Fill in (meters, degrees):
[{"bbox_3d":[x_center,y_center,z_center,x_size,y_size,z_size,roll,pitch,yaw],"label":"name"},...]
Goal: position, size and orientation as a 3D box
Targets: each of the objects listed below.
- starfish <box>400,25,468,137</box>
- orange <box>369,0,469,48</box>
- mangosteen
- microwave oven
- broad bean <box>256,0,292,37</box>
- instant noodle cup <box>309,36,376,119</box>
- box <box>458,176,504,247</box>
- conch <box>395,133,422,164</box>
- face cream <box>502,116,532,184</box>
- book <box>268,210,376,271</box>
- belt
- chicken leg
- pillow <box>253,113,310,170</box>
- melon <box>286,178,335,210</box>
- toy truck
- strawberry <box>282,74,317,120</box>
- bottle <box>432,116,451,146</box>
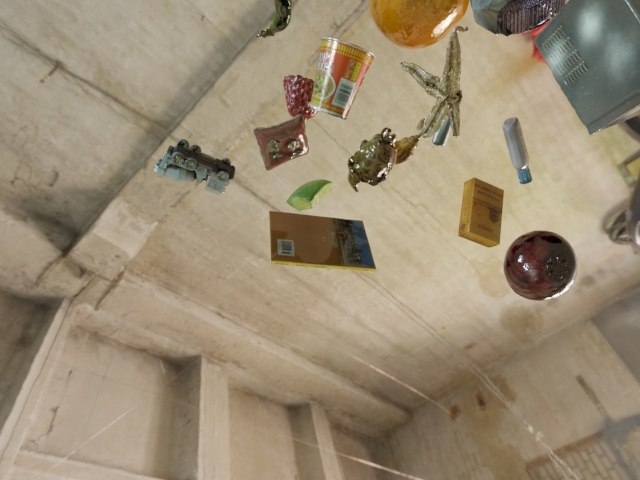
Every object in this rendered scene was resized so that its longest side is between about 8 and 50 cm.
[{"bbox_3d":[0.480,-0.635,1.688,0.324,0.082,0.432,29,142,54],"label":"starfish"},{"bbox_3d":[0.302,-0.756,1.245,0.312,0.312,0.312,41,-156,-23],"label":"orange"},{"bbox_3d":[0.553,0.066,1.052,0.200,0.200,0.200,41,-156,-23],"label":"mangosteen"},{"bbox_3d":[0.832,-0.516,1.016,0.374,0.432,0.236,66,163,9],"label":"microwave oven"},{"bbox_3d":[-0.160,-0.724,1.227,0.292,0.144,0.049,63,-158,-72],"label":"broad bean"},{"bbox_3d":[0.059,-0.514,1.317,0.193,0.212,0.193,17,-162,-6],"label":"instant noodle cup"},{"bbox_3d":[0.719,-0.125,1.819,0.174,0.076,0.274,18,-110,-15],"label":"box"},{"bbox_3d":[0.339,-0.381,1.880,0.109,0.330,0.093,17,-137,-41],"label":"conch"},{"bbox_3d":[1.000,-0.445,2.058,0.336,0.080,0.163,63,-143,-21],"label":"face cream"},{"bbox_3d":[0.000,0.000,1.469,0.374,0.028,0.262,6,-139,-14],"label":"book"},{"bbox_3d":[0.659,-0.833,1.392,0.325,0.260,0.122,60,-176,38],"label":"belt"},{"bbox_3d":[0.169,-0.261,1.398,0.140,0.211,0.361,39,-178,-5],"label":"chicken leg"},{"bbox_3d":[-0.125,-0.334,1.403,0.171,0.179,0.075,77,168,-49],"label":"pillow"},{"bbox_3d":[-0.036,-0.296,2.413,0.323,0.196,0.124,-45,-54,-39],"label":"melon"},{"bbox_3d":[-0.445,-0.250,1.446,0.257,0.140,0.108,21,-143,-22],"label":"toy truck"},{"bbox_3d":[-0.095,-0.654,1.907,0.234,0.178,0.234,20,177,1],"label":"strawberry"},{"bbox_3d":[0.667,-0.634,2.185,0.096,0.253,0.079,11,-143,-2],"label":"bottle"}]
